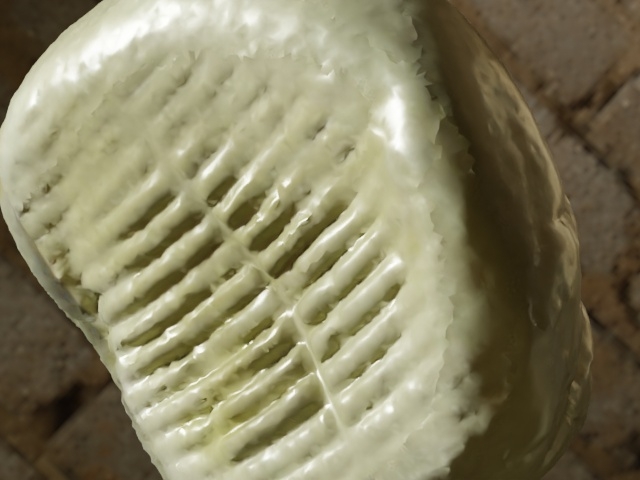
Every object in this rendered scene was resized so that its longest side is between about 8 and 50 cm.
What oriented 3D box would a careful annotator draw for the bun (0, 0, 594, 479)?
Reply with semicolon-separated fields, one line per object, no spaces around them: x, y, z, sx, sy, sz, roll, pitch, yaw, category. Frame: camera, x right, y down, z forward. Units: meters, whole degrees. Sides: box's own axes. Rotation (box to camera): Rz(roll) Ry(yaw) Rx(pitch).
0.000;0.000;0.609;0.229;0.145;0.229;10;108;35;bun
